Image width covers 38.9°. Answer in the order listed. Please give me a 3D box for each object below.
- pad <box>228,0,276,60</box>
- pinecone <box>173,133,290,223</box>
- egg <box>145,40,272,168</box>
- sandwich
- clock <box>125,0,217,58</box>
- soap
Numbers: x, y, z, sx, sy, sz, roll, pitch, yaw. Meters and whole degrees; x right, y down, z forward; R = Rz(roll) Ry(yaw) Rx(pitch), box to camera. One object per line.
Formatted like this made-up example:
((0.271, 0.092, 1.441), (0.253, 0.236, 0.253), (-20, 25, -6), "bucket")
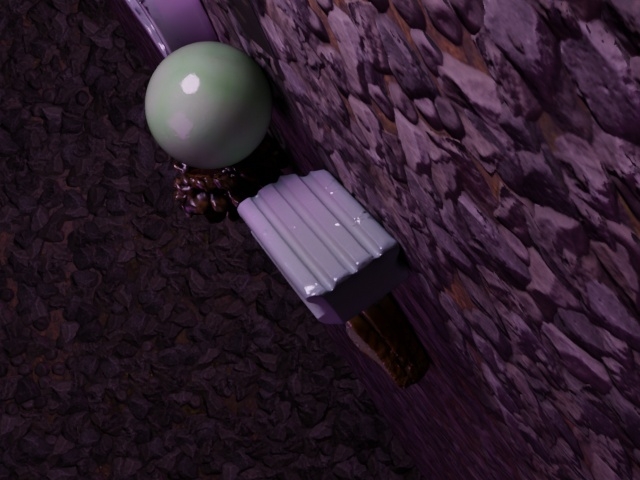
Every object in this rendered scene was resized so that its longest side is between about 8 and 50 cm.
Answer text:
((-0.130, -0.376, 1.404), (0.127, 0.004, 0.190), (48, 170, 46), "pad")
((-0.191, -0.153, 1.900), (0.243, 0.243, 0.257), (52, 139, 30), "pinecone")
((-0.193, -0.234, 1.578), (0.220, 0.220, 0.270), (58, 167, -13), "egg")
((0.099, 0.163, 1.908), (0.254, 0.099, 0.288), (52, 175, -18), "sandwich")
((-0.333, -0.493, 1.833), (0.338, 0.102, 0.338), (55, 173, 10), "clock")
((0.000, 0.000, 1.534), (0.289, 0.173, 0.095), (49, 170, 44), "soap")
